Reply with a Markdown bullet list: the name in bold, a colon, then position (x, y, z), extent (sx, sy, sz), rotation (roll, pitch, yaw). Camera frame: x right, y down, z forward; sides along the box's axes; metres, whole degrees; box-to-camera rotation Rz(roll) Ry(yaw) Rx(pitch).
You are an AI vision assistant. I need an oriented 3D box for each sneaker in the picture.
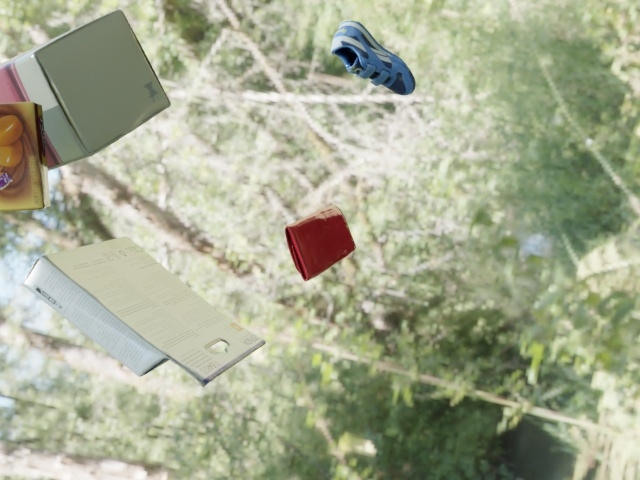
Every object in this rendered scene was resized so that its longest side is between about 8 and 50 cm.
- **sneaker**: position (0.073, -0.251, 1.539), extent (0.053, 0.144, 0.059), rotation (-38, 17, 55)

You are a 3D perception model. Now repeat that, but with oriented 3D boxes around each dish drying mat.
- **dish drying mat**: position (0.000, 0.000, 0.604), extent (0.032, 0.008, 0.083), rotation (70, -158, -4)

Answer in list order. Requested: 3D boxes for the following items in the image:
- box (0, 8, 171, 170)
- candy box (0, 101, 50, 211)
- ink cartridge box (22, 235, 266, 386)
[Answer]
- **box**: position (-0.318, -0.157, 1.238), extent (0.148, 0.232, 0.127), rotation (-43, -67, -45)
- **candy box**: position (-0.374, -0.079, 1.078), extent (0.053, 0.186, 0.109), rotation (-142, 47, -84)
- **ink cartridge box**: position (-0.189, 0.086, 1.203), extent (0.045, 0.224, 0.223), rotation (-56, -9, 13)
